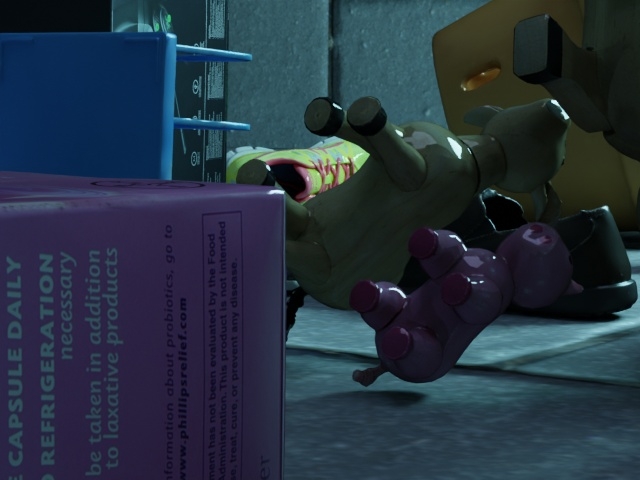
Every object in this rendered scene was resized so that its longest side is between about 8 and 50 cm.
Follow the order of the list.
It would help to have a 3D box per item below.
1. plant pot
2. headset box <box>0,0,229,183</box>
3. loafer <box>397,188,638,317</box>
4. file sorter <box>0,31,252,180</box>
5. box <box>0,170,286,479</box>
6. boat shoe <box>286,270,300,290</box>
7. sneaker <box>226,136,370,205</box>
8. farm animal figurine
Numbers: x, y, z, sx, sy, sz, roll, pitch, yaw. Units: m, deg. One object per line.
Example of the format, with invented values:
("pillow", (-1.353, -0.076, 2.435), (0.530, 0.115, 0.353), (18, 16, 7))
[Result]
("plant pot", (0.227, -0.124, 1.692), (0.203, 0.291, 0.291), (-16, 2, 10))
("headset box", (-0.190, -0.119, 1.609), (0.131, 0.246, 0.283), (3, 7, 18))
("loafer", (0.103, 0.003, 1.182), (0.220, 0.078, 0.080), (3, 6, 28))
("file sorter", (-0.108, -0.028, 1.030), (0.118, 0.170, 0.104), (4, 2, 33))
("box", (-0.165, 0.041, 0.521), (0.213, 0.117, 0.243), (4, 7, 36))
("boat shoe", (0.000, 0.000, 1.282), (0.206, 0.065, 0.075), (-4, 7, -37))
("sneaker", (-0.007, -0.069, 2.066), (0.208, 0.081, 0.094), (-7, 14, -13))
("farm animal figurine", (0.147, -0.059, 0.888), (0.330, 0.326, 0.172), (11, -11, 37))
